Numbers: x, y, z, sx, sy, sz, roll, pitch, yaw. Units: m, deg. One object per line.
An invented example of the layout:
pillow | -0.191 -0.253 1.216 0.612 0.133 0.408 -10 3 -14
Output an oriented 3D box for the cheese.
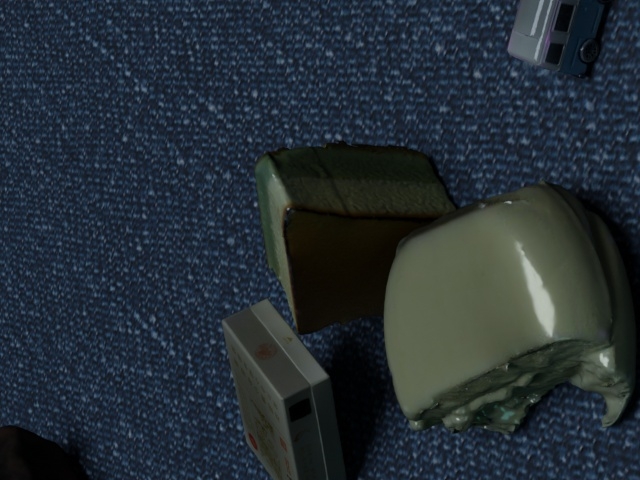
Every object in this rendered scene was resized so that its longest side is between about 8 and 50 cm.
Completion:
cheese | 0.170 0.073 1.731 0.266 0.127 0.233 -29 67 50

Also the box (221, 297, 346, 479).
box | -0.036 0.177 1.959 0.141 0.058 0.201 49 156 43

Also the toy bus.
toy bus | 0.220 -0.217 1.730 0.060 0.075 0.123 31 111 49

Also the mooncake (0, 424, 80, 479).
mooncake | -0.367 0.397 2.351 0.326 0.174 0.333 -7 78 48

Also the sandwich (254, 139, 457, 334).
sandwich | 0.000 0.000 1.876 0.186 0.220 0.108 -53 50 34
